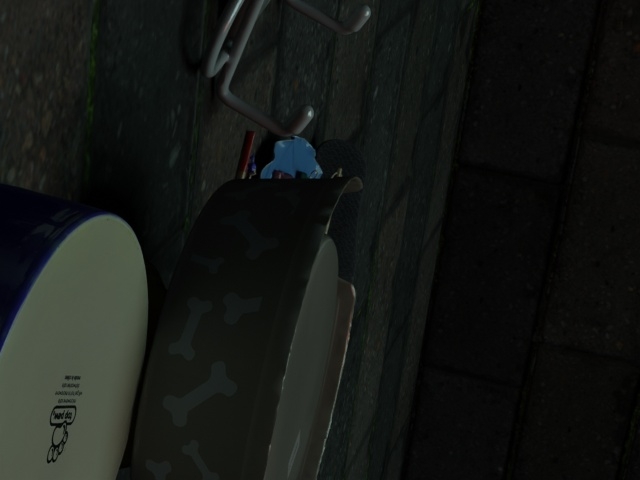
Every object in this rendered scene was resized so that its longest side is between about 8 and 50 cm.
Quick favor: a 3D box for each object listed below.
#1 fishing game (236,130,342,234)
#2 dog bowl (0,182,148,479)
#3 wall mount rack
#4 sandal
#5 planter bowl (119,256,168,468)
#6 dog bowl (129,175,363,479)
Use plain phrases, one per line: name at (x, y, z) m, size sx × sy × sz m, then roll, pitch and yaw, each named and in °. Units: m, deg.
fishing game at (-0.034, -0.022, 1.579) m, size 0.264 × 0.041 × 0.189 m, roll 26°, pitch 77°, yaw -67°
dog bowl at (-0.200, 0.099, 0.861) m, size 0.265 × 0.104 × 0.265 m, roll 12°, pitch 90°, yaw -78°
wall mount rack at (0.023, -0.270, 1.314) m, size 0.304 × 0.130 × 0.350 m, roll -60°, pitch -177°, yaw 42°
sandal at (0.001, 0.000, 1.750) m, size 0.054 × 0.097 × 0.254 m, roll -40°, pitch -151°, yaw 64°
planter bowl at (-0.148, 0.110, 1.154) m, size 0.217 × 0.090 × 0.217 m, roll 13°, pitch 90°, yaw -78°
dog bowl at (-0.053, 0.111, 1.108) m, size 0.349 × 0.102 × 0.349 m, roll 12°, pitch 90°, yaw -81°
